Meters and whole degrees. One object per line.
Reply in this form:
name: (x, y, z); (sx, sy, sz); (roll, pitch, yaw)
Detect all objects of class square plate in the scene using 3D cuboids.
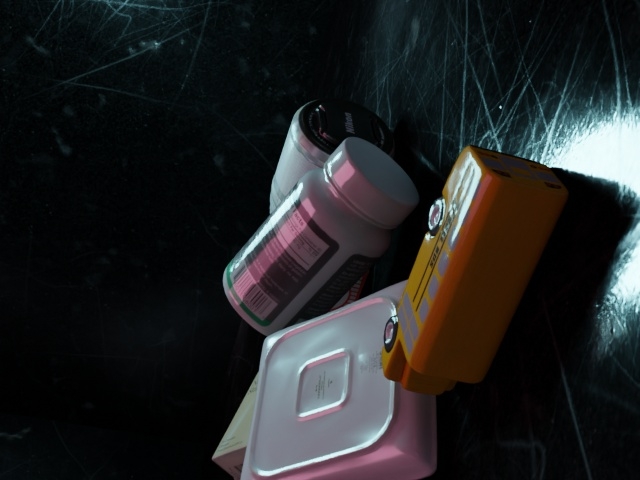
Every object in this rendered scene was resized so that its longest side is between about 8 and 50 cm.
square plate: (0.017, 0.225, 1.211); (0.344, 0.049, 0.347); (-25, 39, 29)

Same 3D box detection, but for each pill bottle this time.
pill bottle: (0.000, 0.000, 1.458); (0.361, 0.204, 0.204); (-47, 24, 25)

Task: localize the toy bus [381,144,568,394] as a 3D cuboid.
toy bus: (0.176, 0.055, 0.978); (0.130, 0.108, 0.333); (-102, 27, -61)

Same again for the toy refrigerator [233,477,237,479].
toy refrigerator: (-0.074, 0.482, 1.643); (0.102, 0.094, 0.269); (-42, 4, -30)

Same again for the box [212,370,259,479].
box: (-0.063, 0.312, 1.534); (0.148, 0.121, 0.311); (-33, 21, 43)

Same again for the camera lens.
camera lens: (0.019, -0.142, 1.685); (0.219, 0.219, 0.274); (-89, 16, -45)

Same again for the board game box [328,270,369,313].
board game box: (-0.013, 0.090, 1.671); (0.045, 0.193, 0.147); (-95, 19, -55)
